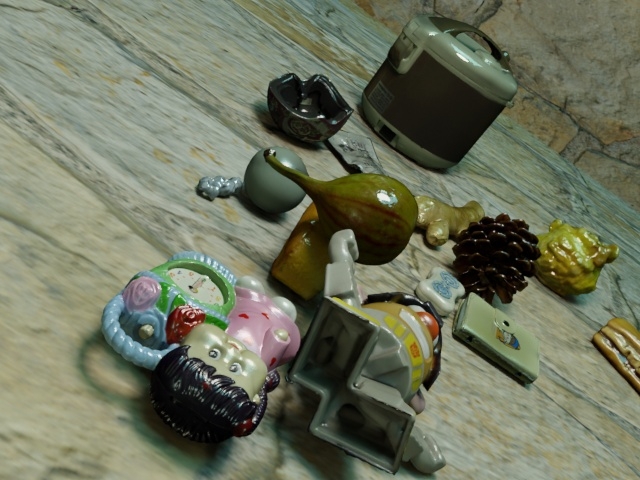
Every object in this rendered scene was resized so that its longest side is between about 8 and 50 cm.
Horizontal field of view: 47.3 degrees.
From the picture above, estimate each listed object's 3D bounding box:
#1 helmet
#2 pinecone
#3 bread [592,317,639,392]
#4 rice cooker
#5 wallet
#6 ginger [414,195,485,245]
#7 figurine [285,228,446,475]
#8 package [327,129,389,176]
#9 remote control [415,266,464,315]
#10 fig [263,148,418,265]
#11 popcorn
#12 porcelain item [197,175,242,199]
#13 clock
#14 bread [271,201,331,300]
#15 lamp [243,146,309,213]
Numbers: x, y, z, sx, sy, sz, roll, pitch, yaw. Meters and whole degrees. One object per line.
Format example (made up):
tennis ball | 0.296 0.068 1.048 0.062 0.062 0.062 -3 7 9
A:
helmet | -0.031 -0.254 1.460 0.177 0.107 0.153 -8 51 -30
pinecone | 0.319 0.045 1.346 0.163 0.163 0.165 34 47 -6
bread | 0.662 0.250 1.517 0.116 0.077 0.200 15 33 -52
rice cooker | 0.297 -0.386 1.821 0.335 0.325 0.335 29 27 -16
wallet | 0.298 0.164 1.234 0.155 0.039 0.110 35 37 -4
ginger | 0.277 -0.049 1.537 0.299 0.065 0.118 -8 64 -54
figurine | 0.066 0.135 0.868 0.143 0.308 0.308 -4 21 16
package | 0.102 -0.153 1.533 0.154 0.030 0.239 11 36 -43
remote control | 0.210 0.086 1.269 0.074 0.032 0.122 40 25 8
fig | 0.018 -0.061 0.975 0.236 0.124 0.124 34 25 7
popcorn | 0.567 0.033 1.666 0.198 0.155 0.197 18 27 -9
porcelain item | -0.153 -0.083 1.104 0.036 0.028 0.083 48 29 17
clock | -0.125 0.106 0.753 0.194 0.100 0.195 32 23 -1
bread | 0.000 0.000 1.082 0.094 0.102 0.245 42 27 -3
lamp | -0.069 -0.094 1.142 0.105 0.105 0.105 29 27 -16
